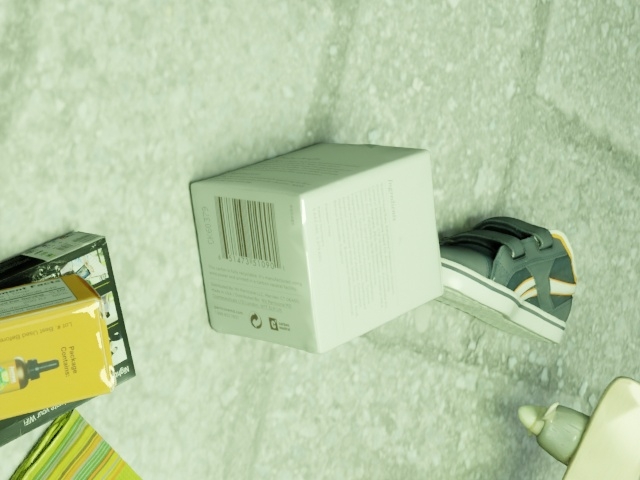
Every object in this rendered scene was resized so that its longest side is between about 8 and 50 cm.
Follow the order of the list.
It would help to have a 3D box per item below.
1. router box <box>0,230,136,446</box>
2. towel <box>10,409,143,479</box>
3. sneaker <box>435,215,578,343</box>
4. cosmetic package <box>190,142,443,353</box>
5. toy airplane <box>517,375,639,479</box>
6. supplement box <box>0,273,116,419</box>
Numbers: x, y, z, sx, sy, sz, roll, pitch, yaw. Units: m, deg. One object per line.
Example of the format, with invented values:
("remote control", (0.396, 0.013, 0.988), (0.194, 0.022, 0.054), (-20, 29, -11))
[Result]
("router box", (-0.244, 0.084, 1.018), (0.179, 0.046, 0.133), (-26, 114, -41))
("towel", (-0.186, 0.258, 1.123), (0.102, 0.021, 0.237), (-55, 131, -25))
("sneaker", (0.199, 0.028, 1.427), (0.321, 0.126, 0.127), (24, 82, -57))
("cosmetic package", (0.000, 0.000, 1.188), (0.184, 0.151, 0.151), (-21, 111, -42))
("toy airplane", (0.247, 0.382, 1.420), (0.386, 0.272, 0.384), (-23, 102, -7))
("supplement box", (-0.273, 0.092, 0.904), (0.233, 0.080, 0.078), (-11, 109, -19))
